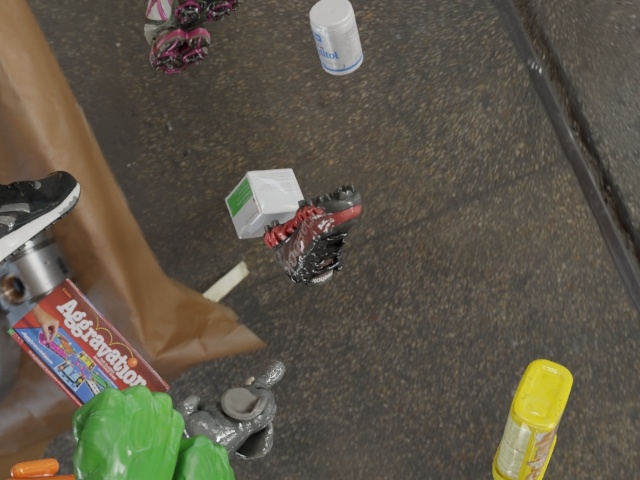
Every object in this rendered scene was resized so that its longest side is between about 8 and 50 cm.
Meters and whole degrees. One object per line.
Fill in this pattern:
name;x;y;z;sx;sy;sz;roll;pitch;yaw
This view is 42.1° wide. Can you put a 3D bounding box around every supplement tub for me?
supplement tub;0.026;-0.322;1.318;0.070;0.071;0.107;0;146;16

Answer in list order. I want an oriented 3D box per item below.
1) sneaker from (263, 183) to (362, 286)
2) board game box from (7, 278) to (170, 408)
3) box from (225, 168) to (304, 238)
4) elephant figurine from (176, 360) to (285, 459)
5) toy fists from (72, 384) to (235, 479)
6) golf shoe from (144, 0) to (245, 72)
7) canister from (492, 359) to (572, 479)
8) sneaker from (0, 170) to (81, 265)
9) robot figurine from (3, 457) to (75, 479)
sneaker;0.000;0.000;1.340;0.276;0.097;0.135;-33;76;60
board game box;-0.428;0.222;1.543;0.145;0.027;0.281;-43;94;-6
box;-0.099;-0.066;1.493;0.101;0.101;0.087;-42;64;48
elephant figurine;-0.157;0.351;1.662;0.239;0.169;0.186;-18;74;-10
toy fists;-0.175;0.262;0.904;0.096;0.142;0.279;-10;139;23
golf shoe;-0.117;-0.228;0.740;0.186;0.067;0.086;-33;70;52
canister;0.303;0.267;1.190;0.073;0.126;0.170;20;139;20
sneaker;-0.423;-0.044;1.070;0.107;0.283;0.124;-19;112;31
robot figurine;-0.418;0.424;1.261;0.158;0.219;0.128;27;98;39
